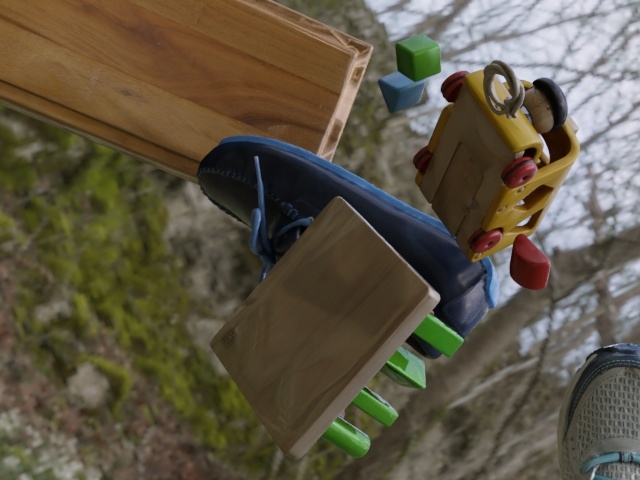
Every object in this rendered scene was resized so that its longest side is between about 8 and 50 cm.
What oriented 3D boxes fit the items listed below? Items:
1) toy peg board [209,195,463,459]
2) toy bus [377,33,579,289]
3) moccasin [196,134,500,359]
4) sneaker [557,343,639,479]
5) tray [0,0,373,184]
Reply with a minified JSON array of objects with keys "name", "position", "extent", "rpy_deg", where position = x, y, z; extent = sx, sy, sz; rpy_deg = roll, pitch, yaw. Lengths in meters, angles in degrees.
[{"name":"toy peg board","position":[0.018,0.077,1.117],"extent":[0.161,0.079,0.160],"rpy_deg":[-49,-143,5]},{"name":"toy bus","position":[0.150,-0.076,1.139],"extent":[0.202,0.104,0.191],"rpy_deg":[24,-47,58]},{"name":"moccasin","position":[0.000,0.000,1.336],"extent":[0.342,0.117,0.138],"rpy_deg":[24,-23,37]},{"name":"sneaker","position":[0.206,0.210,0.938],"extent":[0.110,0.122,0.283],"rpy_deg":[0,-81,14]},{"name":"tray","position":[-0.169,-0.186,1.491],"extent":[0.203,0.411,0.076],"rpy_deg":[-70,-163,-5]}]
